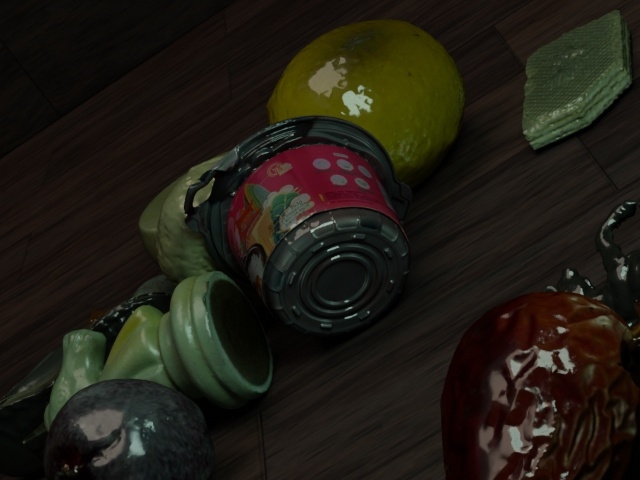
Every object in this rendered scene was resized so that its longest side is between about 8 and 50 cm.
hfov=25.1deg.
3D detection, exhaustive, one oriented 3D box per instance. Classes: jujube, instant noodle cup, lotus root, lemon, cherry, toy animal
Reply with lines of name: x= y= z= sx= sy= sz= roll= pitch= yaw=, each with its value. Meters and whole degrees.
jujube: x=0.188 y=0.166 z=1.235 sx=0.190 sy=0.190 sz=0.255 roll=-15 pitch=47 yaw=42
instant noodle cup: x=0.000 y=0.000 z=1.750 sx=0.302 sy=0.258 sz=0.181 roll=-8 pitch=35 yaw=-16
lotus root: x=-0.227 y=0.087 z=2.102 sx=0.088 sy=0.088 sz=0.165 roll=-27 pitch=12 yaw=22
lemon: x=0.066 y=-0.177 z=1.976 sx=0.260 sy=0.260 sz=0.284 roll=-22 pitch=14 yaw=32
cherry: x=-0.211 y=0.247 z=1.626 sx=0.195 sy=0.195 sz=0.195 roll=-30 pitch=23 yaw=14
toy animal: x=0.332 y=0.032 z=1.418 sx=0.233 sy=0.084 sz=0.148 roll=-14 pitch=47 yaw=31

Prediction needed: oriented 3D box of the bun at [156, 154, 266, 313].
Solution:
bun: x=-0.127 y=-0.007 z=1.916 sx=0.244 sy=0.244 sz=0.153 roll=-42 pitch=46 yaw=-16

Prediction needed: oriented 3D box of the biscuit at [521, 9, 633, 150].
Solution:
biscuit: x=0.341 y=-0.218 z=1.919 sx=0.150 sy=0.052 sz=0.252 roll=-25 pitch=25 yaw=24

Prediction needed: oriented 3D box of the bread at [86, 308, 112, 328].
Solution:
bread: x=-0.298 y=0.134 z=2.121 sx=0.094 sy=0.035 sz=0.090 roll=-6 pitch=32 yaw=8

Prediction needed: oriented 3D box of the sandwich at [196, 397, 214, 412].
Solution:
sandwich: x=-0.168 y=0.203 z=1.873 sx=0.074 sy=0.074 sz=0.116 roll=-36 pitch=54 yaw=-3

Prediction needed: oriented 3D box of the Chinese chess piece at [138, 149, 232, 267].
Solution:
Chinese chess piece: x=-0.161 y=-0.045 z=2.222 sx=0.250 sy=0.101 sz=0.250 roll=-28 pitch=20 yaw=11

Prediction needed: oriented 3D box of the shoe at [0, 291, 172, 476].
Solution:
shoe: x=-0.322 y=0.186 z=2.000 sx=0.336 sy=0.132 sz=0.171 roll=-38 pitch=12 yaw=3

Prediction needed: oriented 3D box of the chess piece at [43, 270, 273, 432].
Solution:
chess piece: x=-0.222 y=0.166 z=1.786 sx=0.298 sy=0.175 sz=0.175 roll=-25 pitch=24 yaw=18

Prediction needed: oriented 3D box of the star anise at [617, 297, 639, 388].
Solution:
star anise: x=0.341 y=0.089 z=1.175 sx=0.220 sy=0.125 sz=0.190 roll=-13 pitch=49 yaw=-19
